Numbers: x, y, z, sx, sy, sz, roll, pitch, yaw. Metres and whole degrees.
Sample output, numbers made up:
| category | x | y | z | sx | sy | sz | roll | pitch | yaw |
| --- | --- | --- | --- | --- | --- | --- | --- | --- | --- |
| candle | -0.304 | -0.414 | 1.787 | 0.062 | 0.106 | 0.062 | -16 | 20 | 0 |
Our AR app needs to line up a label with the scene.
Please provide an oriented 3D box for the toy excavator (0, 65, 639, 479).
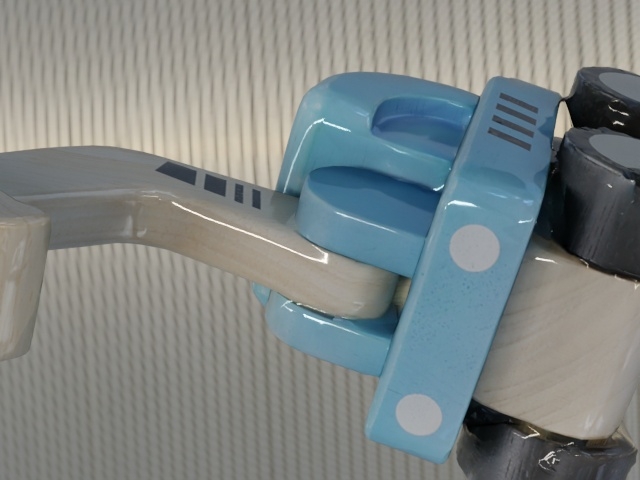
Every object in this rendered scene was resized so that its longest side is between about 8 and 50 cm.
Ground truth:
| category | x | y | z | sx | sy | sz | roll | pitch | yaw |
| --- | --- | --- | --- | --- | --- | --- | --- | --- | --- |
| toy excavator | 0.000 | 0.000 | 0.715 | 0.445 | 0.433 | 0.222 | 18 | 114 | 7 |
